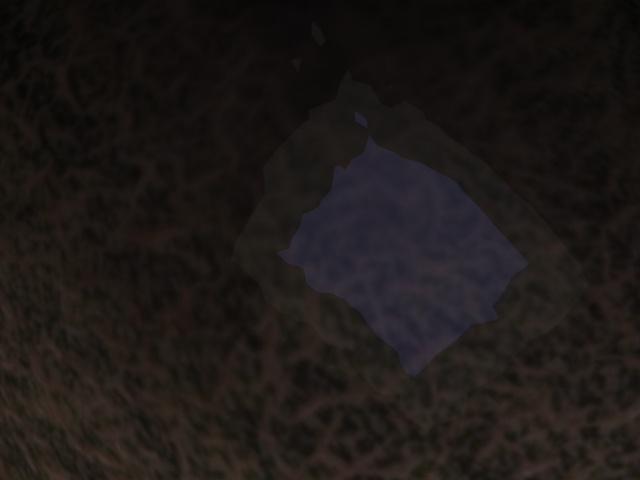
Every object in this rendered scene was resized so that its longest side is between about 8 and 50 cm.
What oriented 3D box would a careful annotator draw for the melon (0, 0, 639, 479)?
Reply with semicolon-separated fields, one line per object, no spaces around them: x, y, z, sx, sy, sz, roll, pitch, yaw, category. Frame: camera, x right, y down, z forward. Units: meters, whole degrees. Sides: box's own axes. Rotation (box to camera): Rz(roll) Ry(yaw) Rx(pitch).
0.000;0.000;0.465;0.248;0.248;0.329;-34;67;-12;melon
